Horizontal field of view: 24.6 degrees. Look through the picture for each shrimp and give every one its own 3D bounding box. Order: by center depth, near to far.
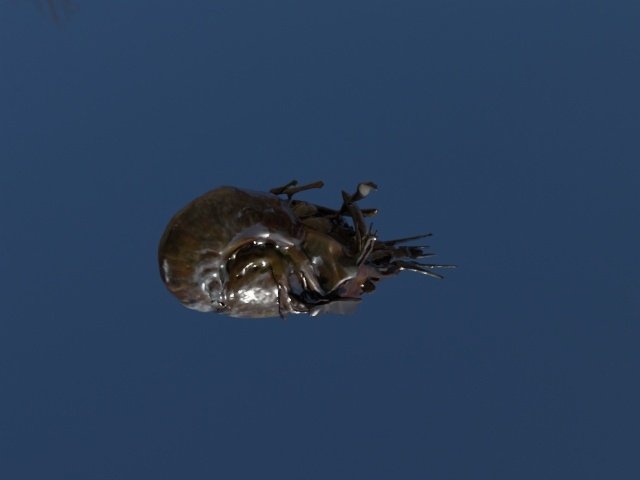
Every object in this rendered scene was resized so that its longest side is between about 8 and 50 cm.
[{"bbox_3d":[-0.004,0.004,1.437,0.343,0.145,0.116,0,-168,-35],"label":"shrimp"}]
